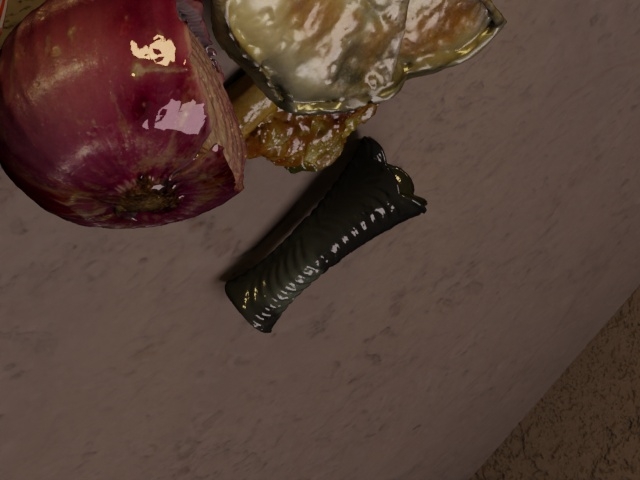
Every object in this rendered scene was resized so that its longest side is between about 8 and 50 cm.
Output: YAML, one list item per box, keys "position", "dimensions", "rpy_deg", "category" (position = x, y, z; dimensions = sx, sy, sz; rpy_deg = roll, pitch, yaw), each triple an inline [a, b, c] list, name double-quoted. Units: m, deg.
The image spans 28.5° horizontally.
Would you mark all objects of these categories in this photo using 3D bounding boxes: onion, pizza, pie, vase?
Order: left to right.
- position: [-0.155, -0.093, 0.930]
  dimensions: [0.200, 0.200, 0.207]
  rpy_deg: [-43, -176, 1]
  category: "onion"
- position: [-0.004, -0.128, 1.241]
  dimensions: [0.292, 0.058, 0.197]
  rpy_deg: [-26, 153, -33]
  category: "pizza"
- position: [0.000, 0.000, 1.424]
  dimensions: [0.237, 0.115, 0.115]
  rpy_deg: [-41, 157, 12]
  category: "vase"
- position: [0.047, -0.248, 1.012]
  dimensions: [0.337, 0.075, 0.338]
  rpy_deg: [-20, 132, -24]
  category: "pie"

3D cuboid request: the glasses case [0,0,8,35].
- position: [-0.265, -0.120, 0.856]
  dimensions: [0.073, 0.049, 0.194]
  rpy_deg: [-15, 145, -48]
  category: "glasses case"
